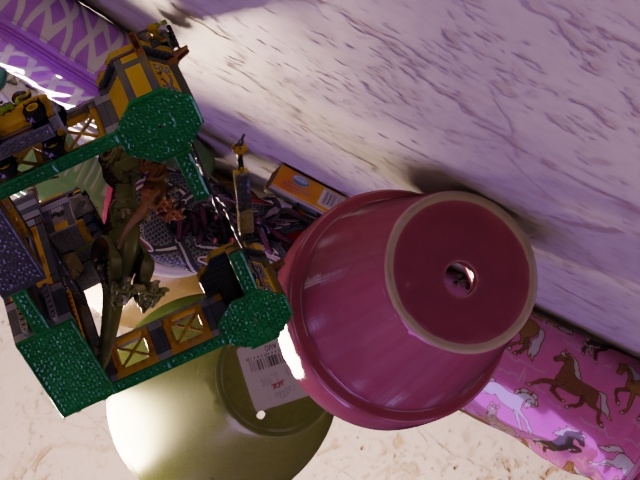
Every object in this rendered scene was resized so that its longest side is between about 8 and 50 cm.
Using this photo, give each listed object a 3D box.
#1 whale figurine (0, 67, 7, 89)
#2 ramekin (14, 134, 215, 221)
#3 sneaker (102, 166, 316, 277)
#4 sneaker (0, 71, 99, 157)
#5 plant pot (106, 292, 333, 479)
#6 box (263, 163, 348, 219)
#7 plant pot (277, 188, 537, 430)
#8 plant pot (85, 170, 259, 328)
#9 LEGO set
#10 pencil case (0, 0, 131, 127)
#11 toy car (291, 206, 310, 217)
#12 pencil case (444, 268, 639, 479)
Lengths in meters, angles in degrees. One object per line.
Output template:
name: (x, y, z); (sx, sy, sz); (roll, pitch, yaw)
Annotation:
whale figurine: (-0.369, -0.210, 1.369); (0.216, 0.141, 0.272); (30, -161, -29)
ramekin: (-0.272, -0.095, 1.752); (0.303, 0.148, 0.303); (26, 175, 2)
sneaker: (-0.093, -0.012, 1.615); (0.299, 0.121, 0.112); (14, 167, -30)
sneaker: (-0.274, -0.161, 1.506); (0.262, 0.099, 0.121); (20, 169, -13)
plant pot: (-0.091, 0.172, 1.741); (0.275, 0.275, 0.293); (28, 162, -9)
box: (-0.017, -0.049, 1.617); (0.081, 0.028, 0.136); (27, 178, -6)
plant pot: (0.080, 0.043, 1.216); (0.201, 0.201, 0.180); (28, 159, -10)
plant pot: (-0.183, -0.008, 1.969); (0.237, 0.237, 0.254); (29, 159, -28)
LEGO set: (-0.177, -0.037, 1.173); (0.331, 0.255, 0.192); (56, -176, -45)
pencil case: (-0.218, -0.156, 1.177); (0.206, 0.086, 0.088); (30, -151, -45)
toy car: (0.000, 0.000, 1.888); (0.122, 0.060, 0.040); (32, -151, 21)
pencil case: (0.214, 0.152, 1.727); (0.386, 0.160, 0.167); (25, 174, 11)
